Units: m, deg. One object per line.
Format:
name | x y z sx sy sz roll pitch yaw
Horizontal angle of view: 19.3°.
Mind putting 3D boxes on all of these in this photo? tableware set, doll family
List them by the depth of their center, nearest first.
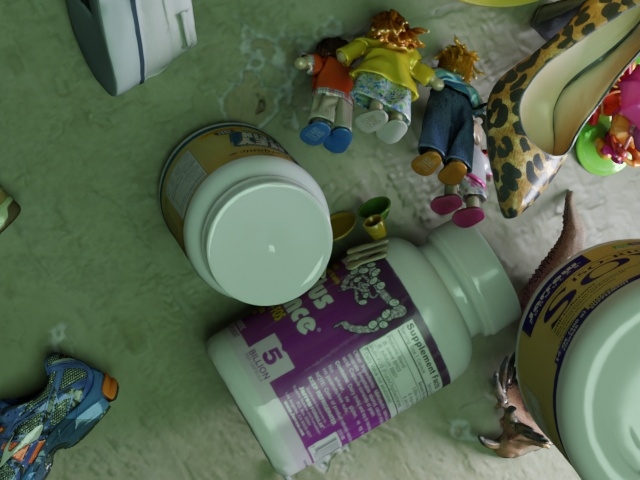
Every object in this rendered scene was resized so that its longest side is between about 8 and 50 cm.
doll family | 0.104 -0.142 1.881 0.263 0.163 0.118 29 135 -23
tableware set | 0.000 0.000 1.928 0.154 0.104 0.024 -17 123 16

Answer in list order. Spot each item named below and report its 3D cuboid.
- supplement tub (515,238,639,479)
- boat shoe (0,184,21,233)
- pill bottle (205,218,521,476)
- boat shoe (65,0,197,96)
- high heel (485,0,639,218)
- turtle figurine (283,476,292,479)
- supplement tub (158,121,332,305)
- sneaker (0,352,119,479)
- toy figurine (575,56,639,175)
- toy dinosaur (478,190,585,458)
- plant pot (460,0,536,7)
supplement tub | 0.319 0.125 1.806 0.241 0.331 0.241 -1 97 -4
boat shoe | -0.385 0.008 1.841 0.190 0.068 0.072 -44 102 -9
pill bottle | 0.047 0.100 1.932 0.301 0.169 0.169 -30 113 -6
boat shoe | -0.151 -0.283 1.705 0.156 0.136 0.367 -28 149 -17
high heel | 0.258 -0.148 1.845 0.093 0.186 0.261 31 64 -30
turtle figurine | -0.053 0.402 2.039 0.198 0.274 0.266 -42 143 -32
supplement tub | -0.073 -0.026 1.839 0.144 0.200 0.144 -5 109 -15
sneaker | -0.307 0.203 1.923 0.087 0.083 0.221 43 87 -10
toy figurine | 0.322 -0.128 1.942 0.130 0.159 0.173 -10 111 -13
toy dinosaur | 0.256 0.107 2.026 0.200 0.127 0.296 -12 105 -5
plant pot | 0.193 -0.338 1.793 0.254 0.239 0.254 -5 108 -15
